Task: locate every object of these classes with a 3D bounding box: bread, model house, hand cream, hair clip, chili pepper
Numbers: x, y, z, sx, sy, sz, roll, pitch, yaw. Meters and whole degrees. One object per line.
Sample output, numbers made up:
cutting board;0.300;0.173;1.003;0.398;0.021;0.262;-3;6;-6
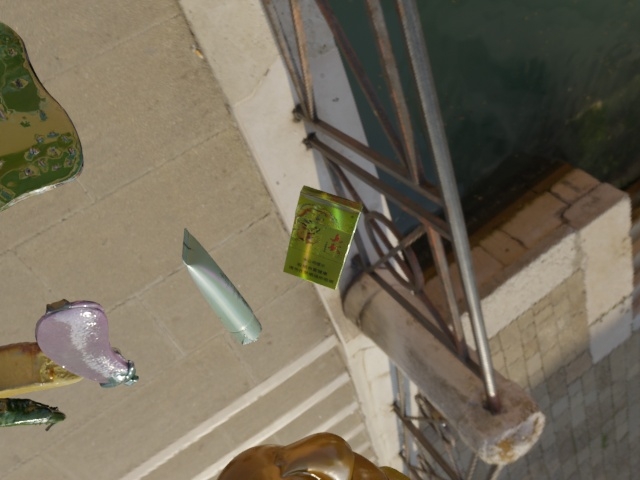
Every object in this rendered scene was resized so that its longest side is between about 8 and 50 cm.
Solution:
bread;-0.724;0.308;1.321;0.274;0.114;0.185;-12;168;11
model house;-0.540;-0.184;0.925;0.207;0.154;0.294;-31;92;-26
hand cream;-0.152;0.076;0.838;0.050;0.078;0.205;-22;126;8
hair clip;-0.445;0.203;1.076;0.359;0.110;0.096;89;14;-62
chili pepper;-0.629;0.317;1.048;0.085;0.076;0.359;-52;138;2

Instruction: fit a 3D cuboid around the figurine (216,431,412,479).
figurine;-0.008;0.307;0.624;0.215;0.215;0.228;-55;161;6

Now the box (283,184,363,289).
box;0.000;0.000;1.587;0.173;0.043;0.311;19;132;4
